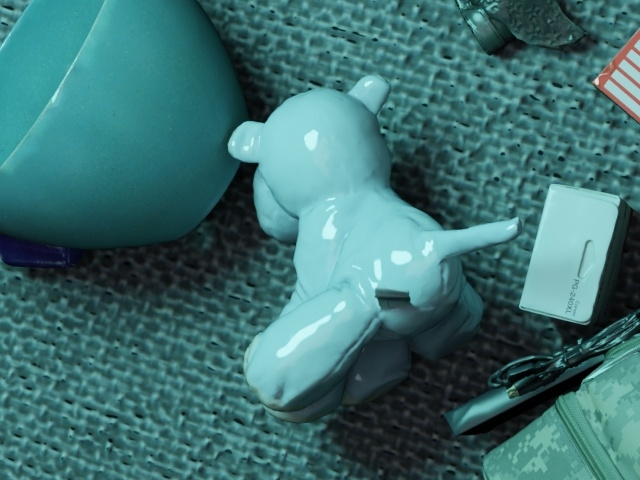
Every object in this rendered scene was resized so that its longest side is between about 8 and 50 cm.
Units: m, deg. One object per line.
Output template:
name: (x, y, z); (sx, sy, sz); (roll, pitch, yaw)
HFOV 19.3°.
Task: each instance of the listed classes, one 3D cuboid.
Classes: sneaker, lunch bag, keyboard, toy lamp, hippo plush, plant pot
sneaker: (0.159, -0.234, 1.684); (0.089, 0.051, 0.170); (-30, 85, 11)
lunch bag: (0.318, 0.209, 1.485); (0.256, 0.305, 0.213); (-40, 43, 13)
keyboard: (0.245, 0.081, 1.566); (0.317, 0.201, 0.033); (-29, 78, 11)
toy lamp: (-0.351, -0.032, 1.786); (0.274, 0.080, 0.080); (14, 91, 15)
hippo plush: (0.000, 0.000, 1.607); (0.234, 0.294, 0.237); (-28, 72, -11)
plant pot: (-0.179, -0.105, 1.670); (0.195, 0.290, 0.290); (32, 96, -23)

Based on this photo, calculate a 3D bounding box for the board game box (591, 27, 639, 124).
board game box: (0.356, -0.127, 1.629); (0.193, 0.045, 0.147); (42, 97, 12)

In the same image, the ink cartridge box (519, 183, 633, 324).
ink cartridge box: (0.219, 0.014, 1.601); (0.063, 0.150, 0.109); (14, 90, 14)
